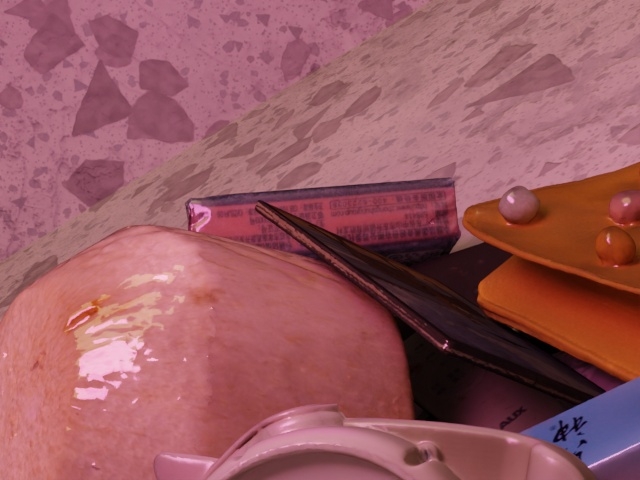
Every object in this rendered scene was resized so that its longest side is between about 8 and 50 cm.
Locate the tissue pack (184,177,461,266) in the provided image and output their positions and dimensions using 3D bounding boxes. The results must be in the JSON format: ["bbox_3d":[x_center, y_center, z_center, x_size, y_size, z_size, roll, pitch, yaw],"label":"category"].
[{"bbox_3d":[0.000,0.000,1.449,0.315,0.103,0.228,-5,-12,-4],"label":"tissue pack"}]

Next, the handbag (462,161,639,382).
[{"bbox_3d":[0.334,0.007,1.052,0.283,0.133,0.401,-17,17,-22],"label":"handbag"}]

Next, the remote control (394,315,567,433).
[{"bbox_3d":[0.129,0.135,1.163,0.090,0.038,0.309,-38,32,-9],"label":"remote control"}]

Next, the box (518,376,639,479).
[{"bbox_3d":[0.187,0.211,0.873,0.232,0.142,0.083,-28,20,16],"label":"box"}]

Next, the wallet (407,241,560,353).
[{"bbox_3d":[0.132,0.086,1.308,0.377,0.051,0.197,-18,34,17],"label":"wallet"}]

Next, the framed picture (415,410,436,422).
[{"bbox_3d":[0.088,0.258,1.112,0.293,0.018,0.231,-41,21,-19],"label":"framed picture"}]

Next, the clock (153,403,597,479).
[{"bbox_3d":[0.015,0.243,0.787,0.324,0.265,0.108,8,-5,17],"label":"clock"}]

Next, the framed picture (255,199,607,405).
[{"bbox_3d":[0.112,0.065,1.095,0.016,0.265,0.347,-62,34,6],"label":"framed picture"}]

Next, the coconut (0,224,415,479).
[{"bbox_3d":[-0.092,0.184,1.067,0.344,0.415,0.415,-31,17,41],"label":"coconut"}]
